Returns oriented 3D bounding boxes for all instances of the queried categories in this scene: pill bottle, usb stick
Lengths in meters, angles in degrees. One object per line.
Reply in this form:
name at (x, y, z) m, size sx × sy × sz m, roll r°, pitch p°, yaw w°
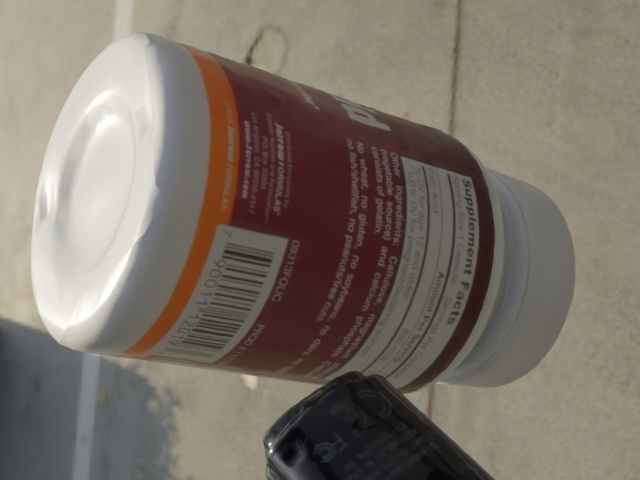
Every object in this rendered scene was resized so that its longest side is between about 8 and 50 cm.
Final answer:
pill bottle at (0.000, 0.000, 0.797) m, size 0.224 × 0.392 × 0.224 m, roll -23°, pitch 61°, yaw 49°
usb stick at (0.082, 0.152, 0.391) m, size 0.278 × 0.077 × 0.045 m, roll 40°, pitch 150°, yaw 35°
